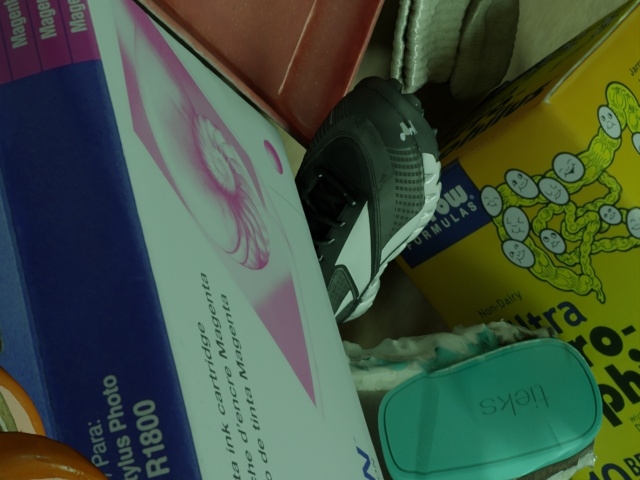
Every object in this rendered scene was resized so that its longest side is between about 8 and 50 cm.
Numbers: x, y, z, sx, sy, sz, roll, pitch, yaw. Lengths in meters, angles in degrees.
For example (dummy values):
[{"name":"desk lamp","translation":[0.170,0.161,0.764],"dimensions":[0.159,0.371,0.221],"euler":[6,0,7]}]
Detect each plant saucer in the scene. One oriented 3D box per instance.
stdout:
[{"name":"plant saucer","translation":[-0.022,-0.209,1.085],"dimensions":[0.258,0.047,0.259],"euler":[38,69,-60]}]

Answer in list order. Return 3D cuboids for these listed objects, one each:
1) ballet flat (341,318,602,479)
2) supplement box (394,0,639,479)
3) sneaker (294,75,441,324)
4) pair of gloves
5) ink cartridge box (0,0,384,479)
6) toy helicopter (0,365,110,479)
[{"name":"ballet flat","translation":[-0.002,0.135,1.178],"dimensions":[0.409,0.147,0.147],"euler":[-3,108,-39]},{"name":"supplement box","translation":[0.240,0.038,1.336],"dimensions":[0.356,0.194,0.195],"euler":[51,46,-5]},{"name":"sneaker","translation":[0.000,0.000,1.139],"dimensions":[0.106,0.078,0.234],"euler":[-36,164,-32]},{"name":"pair of gloves","translation":[0.115,-0.210,1.313],"dimensions":[0.204,0.042,0.240],"euler":[-11,114,-68]},{"name":"ink cartridge box","translation":[-0.069,0.036,0.912],"dimensions":[0.330,0.071,0.324],"euler":[39,32,-61]},{"name":"toy helicopter","translation":[-0.230,0.036,0.583],"dimensions":[0.235,0.140,0.355],"euler":[-34,115,-13]}]
